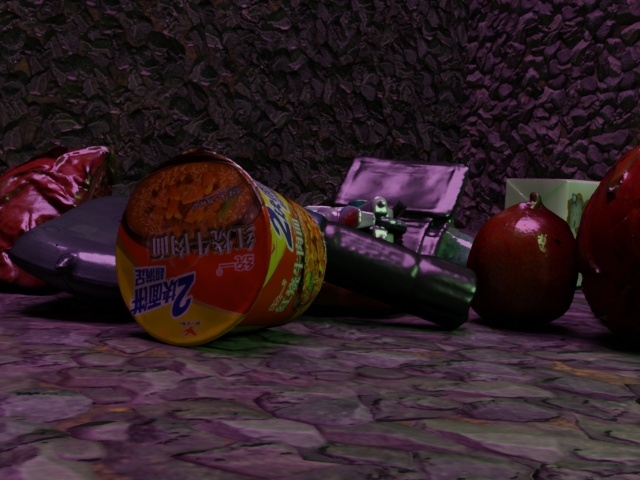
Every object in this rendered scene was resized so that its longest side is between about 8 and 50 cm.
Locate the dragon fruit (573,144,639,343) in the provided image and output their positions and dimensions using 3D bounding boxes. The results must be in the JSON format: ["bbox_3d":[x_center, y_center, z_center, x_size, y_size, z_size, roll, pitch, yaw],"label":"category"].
[{"bbox_3d":[0.479,0.004,1.131,0.295,0.296,0.302,6,36,27],"label":"dragon fruit"}]

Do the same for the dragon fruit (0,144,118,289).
[{"bbox_3d":[-0.411,-0.007,1.354,0.240,0.302,0.330,36,7,-24],"label":"dragon fruit"}]

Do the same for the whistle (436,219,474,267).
[{"bbox_3d":[0.226,0.025,1.702,0.347,0.189,0.189,31,17,27],"label":"whistle"}]

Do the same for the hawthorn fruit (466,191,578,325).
[{"bbox_3d":[0.288,0.027,1.238,0.169,0.188,0.169,6,-6,1],"label":"hawthorn fruit"}]

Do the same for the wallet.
[{"bbox_3d":[0.126,-0.038,1.626,0.247,0.323,0.041,7,-36,23],"label":"wallet"}]

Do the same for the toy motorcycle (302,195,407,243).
[{"bbox_3d":[-0.008,-0.008,1.284,0.170,0.110,0.260,11,-16,-43],"label":"toy motorcycle"}]

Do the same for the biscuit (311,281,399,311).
[{"bbox_3d":[0.064,0.078,1.310,0.333,0.047,0.202,3,2,-35],"label":"biscuit"}]

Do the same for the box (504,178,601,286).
[{"bbox_3d":[0.533,-0.019,1.871,0.143,0.225,0.341,6,5,41],"label":"box"}]

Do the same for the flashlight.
[{"bbox_3d":[0.008,0.011,1.162,0.423,0.103,0.103,20,4,0],"label":"flashlight"}]

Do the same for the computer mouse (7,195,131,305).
[{"bbox_3d":[-0.274,0.025,1.186,0.188,0.122,0.371,13,12,8],"label":"computer mouse"}]

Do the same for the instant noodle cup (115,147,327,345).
[{"bbox_3d":[-0.101,0.016,1.004,0.213,0.213,0.174,6,-3,30],"label":"instant noodle cup"}]

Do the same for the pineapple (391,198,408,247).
[{"bbox_3d":[0.000,0.003,1.502,0.364,0.166,0.165,4,4,20],"label":"pineapple"}]
